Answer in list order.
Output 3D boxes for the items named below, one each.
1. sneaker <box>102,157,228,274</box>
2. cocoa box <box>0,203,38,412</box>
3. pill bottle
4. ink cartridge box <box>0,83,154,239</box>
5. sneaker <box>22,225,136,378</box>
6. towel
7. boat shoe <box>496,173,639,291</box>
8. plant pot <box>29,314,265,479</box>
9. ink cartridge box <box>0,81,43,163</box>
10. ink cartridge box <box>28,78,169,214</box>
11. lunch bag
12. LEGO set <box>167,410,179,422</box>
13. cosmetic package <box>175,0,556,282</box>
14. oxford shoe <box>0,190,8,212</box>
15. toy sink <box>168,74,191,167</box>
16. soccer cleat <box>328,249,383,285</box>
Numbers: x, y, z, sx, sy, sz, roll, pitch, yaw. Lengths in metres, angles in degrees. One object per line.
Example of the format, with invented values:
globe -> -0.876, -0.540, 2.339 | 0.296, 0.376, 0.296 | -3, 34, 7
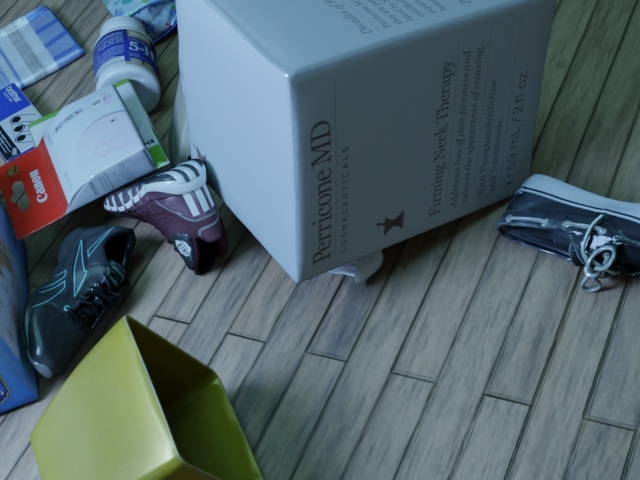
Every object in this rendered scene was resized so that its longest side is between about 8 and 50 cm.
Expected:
sneaker -> -0.227, -0.020, 1.571 | 0.106, 0.162, 0.281 | -30, 11, -26
cocoa box -> -0.559, 0.074, 1.498 | 0.228, 0.231, 0.347 | -20, 46, -1
pill bottle -> -0.345, -0.312, 1.863 | 0.112, 0.112, 0.186 | -17, 47, 2
ink cartridge box -> -0.388, -0.126, 1.615 | 0.232, 0.066, 0.189 | -25, 47, -8
sneaker -> -0.343, 0.075, 1.509 | 0.106, 0.101, 0.267 | -11, 46, 24
towel -> -0.616, -0.346, 2.038 | 0.285, 0.034, 0.209 | -31, 48, -11
boat shoe -> 0.360, 0.004, 1.348 | 0.306, 0.113, 0.105 | 27, 68, 38
plant pot -> -0.213, 0.254, 1.243 | 0.187, 0.212, 0.212 | -36, 53, 7
ink cartridge box -> -0.541, -0.198, 1.869 | 0.097, 0.046, 0.207 | -33, 47, -14
ink cartridge box -> -0.347, -0.128, 1.705 | 0.189, 0.097, 0.255 | -26, 46, -6
lunch bag -> -0.318, -0.447, 1.989 | 0.151, 0.096, 0.129 | -37, 47, -3
LEGO set -> -0.184, 0.223, 1.384 | 0.083, 0.023, 0.054 | -22, 46, -2
cosmetic package -> 0.050, -0.212, 1.440 | 0.394, 0.329, 0.327 | -22, 45, -23
oxford shoe -> -0.723, -0.030, 1.711 | 0.450, 0.169, 0.130 | -19, 25, 2
toy sink -> -0.156, -0.212, 1.673 | 0.131, 0.234, 0.152 | 6, 36, -16
soccer cleat -> 0.000, 0.000, 1.501 | 0.196, 0.068, 0.076 | 25, 64, 31
